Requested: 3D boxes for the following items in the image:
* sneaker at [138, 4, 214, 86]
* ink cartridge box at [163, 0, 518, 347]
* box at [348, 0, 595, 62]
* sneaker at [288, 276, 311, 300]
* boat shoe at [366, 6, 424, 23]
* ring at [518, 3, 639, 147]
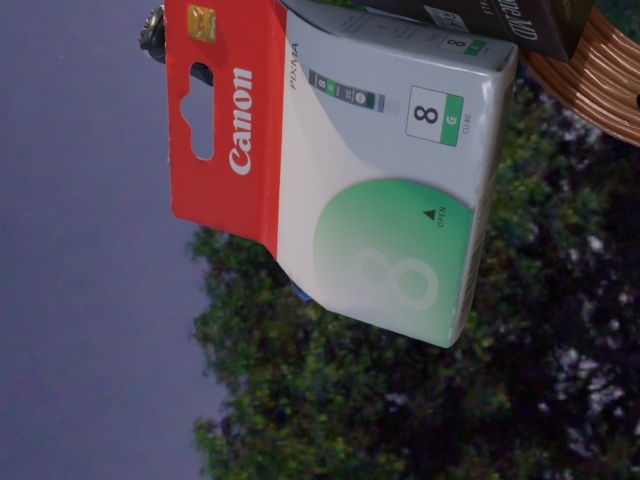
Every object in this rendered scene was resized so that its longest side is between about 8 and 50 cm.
[{"bbox_3d":[-0.169,-0.262,1.331,0.078,0.106,0.234,-65,-9,4],"label":"sneaker"},{"bbox_3d":[-0.007,-0.050,0.583,0.056,0.225,0.181,-52,-28,-52],"label":"ink cartridge box"},{"bbox_3d":[0.059,-0.221,0.516,0.167,0.203,0.168,-68,-21,0],"label":"box"},{"bbox_3d":[0.000,0.000,0.906,0.090,0.081,0.232,59,169,-1],"label":"sneaker"},{"bbox_3d":[0.098,-0.297,1.101,0.083,0.076,0.226,40,176,13],"label":"boat shoe"},{"bbox_3d":[0.257,-0.212,0.579,0.032,0.336,0.336,-36,-69,-63],"label":"ring"}]
